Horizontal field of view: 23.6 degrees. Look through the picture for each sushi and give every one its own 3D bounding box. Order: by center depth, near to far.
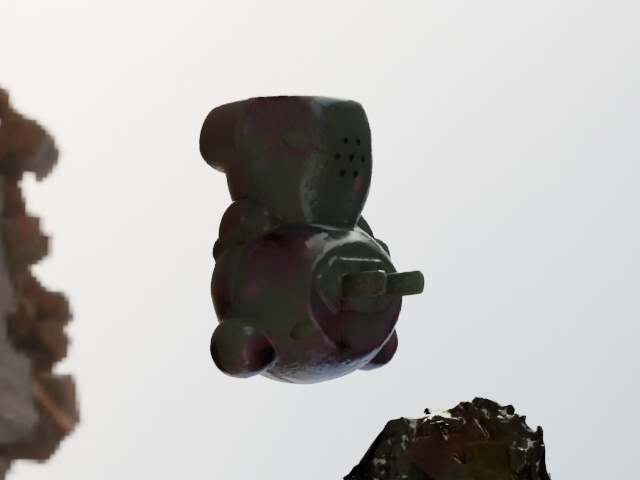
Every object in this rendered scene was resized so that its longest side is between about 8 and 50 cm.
[{"bbox_3d":[0.157,0.298,1.614,0.225,0.219,0.238,14,-109,25],"label":"sushi"}]

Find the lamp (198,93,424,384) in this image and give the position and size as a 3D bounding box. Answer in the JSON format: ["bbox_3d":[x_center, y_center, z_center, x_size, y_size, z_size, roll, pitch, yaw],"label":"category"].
[{"bbox_3d":[0.000,0.000,1.615,0.247,0.247,0.301,-7,-97,43],"label":"lamp"}]
